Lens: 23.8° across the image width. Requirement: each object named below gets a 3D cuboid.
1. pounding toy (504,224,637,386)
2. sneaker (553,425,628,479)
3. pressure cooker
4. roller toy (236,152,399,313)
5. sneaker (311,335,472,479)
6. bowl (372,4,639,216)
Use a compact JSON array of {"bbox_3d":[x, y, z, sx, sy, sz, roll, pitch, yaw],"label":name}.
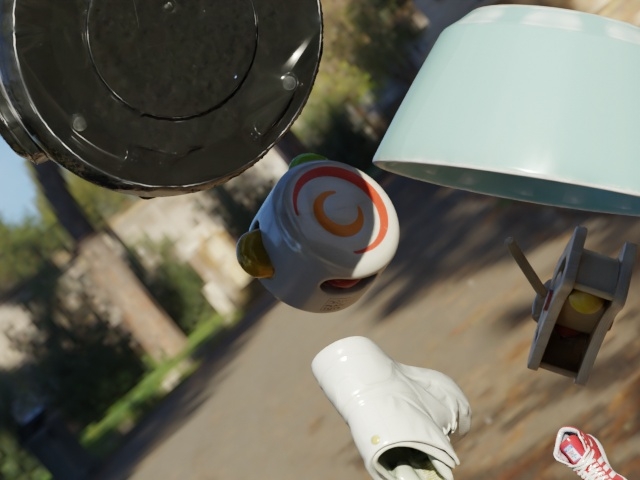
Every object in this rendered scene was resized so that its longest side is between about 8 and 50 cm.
[{"bbox_3d":[0.287,0.081,1.899,0.269,0.155,0.154,95,-166,-70],"label":"pounding toy"},{"bbox_3d":[0.298,0.253,1.670,0.042,0.067,0.118,-46,42,14],"label":"sneaker"},{"bbox_3d":[-0.222,-0.244,1.743,0.370,0.375,0.420,-67,24,2],"label":"pressure cooker"},{"bbox_3d":[0.000,0.000,2.123,0.209,0.191,0.146,-58,3,-40],"label":"roller toy"},{"bbox_3d":[0.108,0.226,1.706,0.108,0.169,0.292,-39,-35,16],"label":"sneaker"},{"bbox_3d":[0.214,-0.124,1.434,0.311,0.311,0.163,148,130,-89],"label":"bowl"}]
